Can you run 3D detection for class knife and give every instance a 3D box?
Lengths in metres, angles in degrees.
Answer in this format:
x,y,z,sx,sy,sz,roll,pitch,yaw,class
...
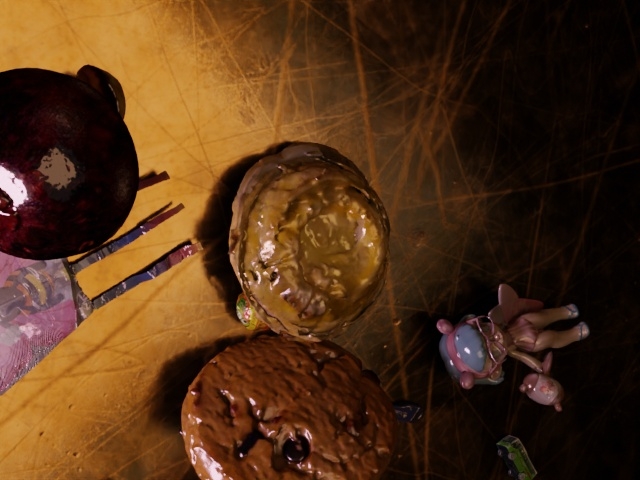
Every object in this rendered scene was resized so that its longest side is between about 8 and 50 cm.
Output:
x,y,z,sx,sy,sz,roll,pitch,yaw,class
0.103,0.253,1.425,0.121,0.018,0.031,17,96,-24,knife

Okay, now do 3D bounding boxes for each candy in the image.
x,y,z,sx,sy,sz,roll,pitch,yaw,class
-0.029,0.100,1.337,0.201,0.060,0.061,3,95,-33,candy

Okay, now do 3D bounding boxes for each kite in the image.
x,y,z,sx,sy,sz,roll,pitch,yaw,class
-0.330,0.047,1.204,0.360,0.022,0.204,-27,106,-15,kite

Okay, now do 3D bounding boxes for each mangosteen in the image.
x,y,z,sx,sy,sz,roll,pitch,yaw,class
-0.312,-0.099,1.106,0.228,0.228,0.265,60,32,-18,mangosteen

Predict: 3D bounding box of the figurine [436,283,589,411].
x,y,z,sx,sy,sz,roll,pitch,yaw,class
0.305,0.173,1.452,0.260,0.103,0.205,-12,76,-27,figurine

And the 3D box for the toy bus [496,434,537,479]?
x,y,z,sx,sy,sz,roll,pitch,yaw,class
0.319,0.356,1.528,0.037,0.031,0.083,-37,110,-24,toy bus

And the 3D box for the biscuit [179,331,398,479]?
x,y,z,sx,sy,sz,roll,pitch,yaw,class
-0.037,0.234,1.241,0.295,0.296,0.075,-12,142,-23,biscuit

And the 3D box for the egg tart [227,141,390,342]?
x,y,z,sx,sy,sz,roll,pitch,yaw,class
0.000,0.000,1.282,0.278,0.095,0.279,5,81,-32,egg tart
